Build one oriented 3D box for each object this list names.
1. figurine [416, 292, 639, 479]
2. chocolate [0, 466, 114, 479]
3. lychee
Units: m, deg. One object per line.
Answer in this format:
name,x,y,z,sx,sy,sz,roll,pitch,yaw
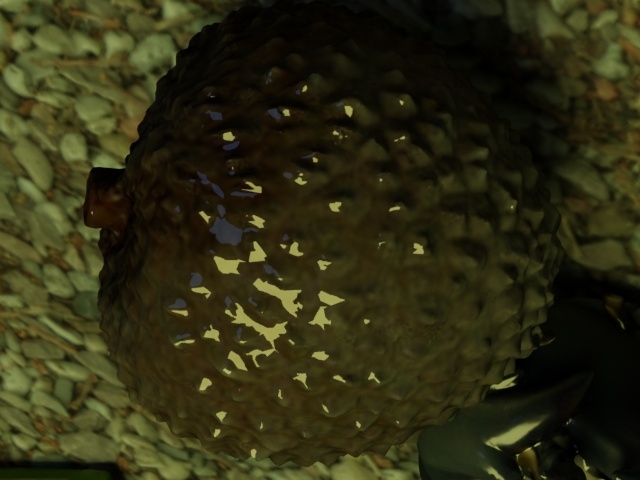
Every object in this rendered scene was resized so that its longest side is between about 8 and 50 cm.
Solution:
figurine,0.189,0.136,1.202,0.265,0.197,0.175,13,137,22
chocolate,-0.271,0.345,1.688,0.301,0.137,0.288,-3,128,31
lychee,-0.003,-0.004,1.132,0.300,0.300,0.300,15,135,16
